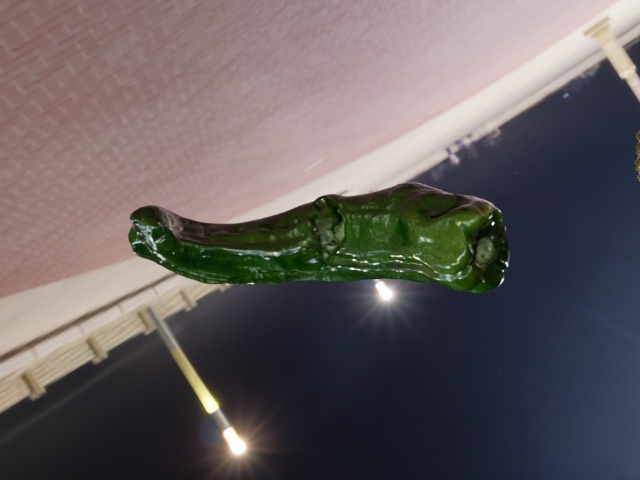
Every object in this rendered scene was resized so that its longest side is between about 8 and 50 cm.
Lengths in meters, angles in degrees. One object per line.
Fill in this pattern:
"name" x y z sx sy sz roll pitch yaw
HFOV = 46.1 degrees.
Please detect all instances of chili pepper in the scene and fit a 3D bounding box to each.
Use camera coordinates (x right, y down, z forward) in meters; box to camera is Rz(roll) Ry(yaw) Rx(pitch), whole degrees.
"chili pepper" 0.000 -0.001 0.368 0.182 0.050 0.073 -2 -175 19

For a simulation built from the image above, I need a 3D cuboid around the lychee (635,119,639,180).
"lychee" 0.502 -0.091 0.800 0.270 0.270 0.320 -33 -157 -6
